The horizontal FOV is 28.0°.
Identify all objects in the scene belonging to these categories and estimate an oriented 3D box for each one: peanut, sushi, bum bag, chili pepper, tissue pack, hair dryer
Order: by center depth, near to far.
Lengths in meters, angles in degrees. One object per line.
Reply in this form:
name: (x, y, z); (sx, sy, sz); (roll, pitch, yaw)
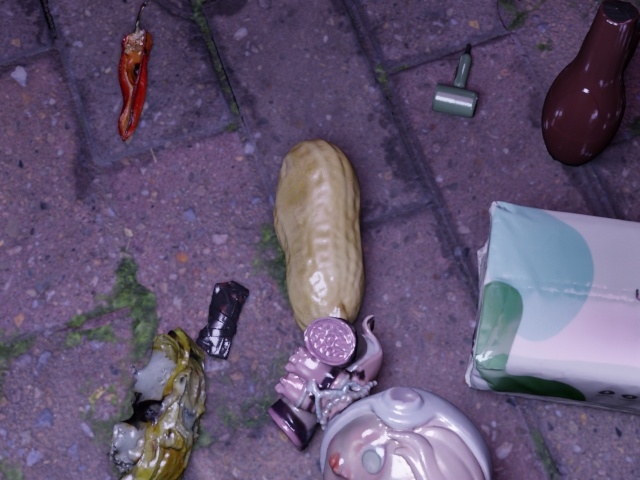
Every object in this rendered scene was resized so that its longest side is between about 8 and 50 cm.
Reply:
sushi: (-0.243, 0.263, 1.865); (0.131, 0.139, 0.291); (14, 69, 17)
tissue pack: (0.399, 0.106, 1.865); (0.356, 0.194, 0.266); (7, 66, 6)
peanut: (0.000, 0.000, 1.965); (0.147, 0.147, 0.319); (-6, 74, 1)
bum bag: (-0.151, 0.120, 1.975); (0.057, 0.034, 0.124); (17, 68, -5)
hair dryer: (0.466, -0.307, 2.025); (0.123, 0.313, 0.340); (26, 50, 13)
hair dryer: (0.234, -0.270, 2.129); (0.071, 0.047, 0.150); (13, 57, 7)
chili pepper: (-0.310, -0.279, 2.149); (0.059, 0.050, 0.268); (-9, 66, 22)

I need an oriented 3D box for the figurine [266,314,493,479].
figurine: (0.095, 0.272, 1.788); (0.211, 0.253, 0.361); (-23, 58, -25)
